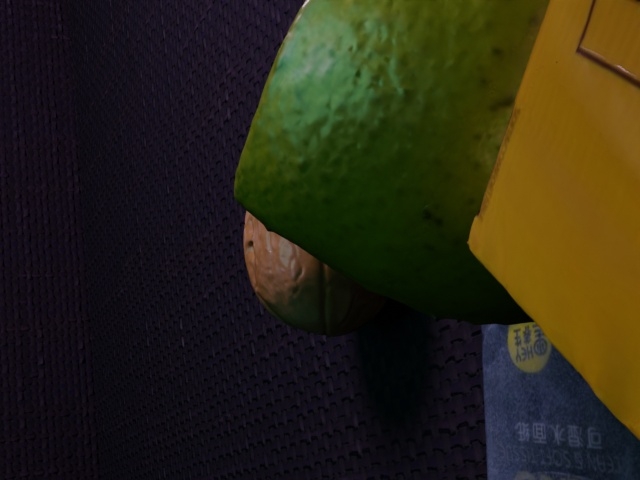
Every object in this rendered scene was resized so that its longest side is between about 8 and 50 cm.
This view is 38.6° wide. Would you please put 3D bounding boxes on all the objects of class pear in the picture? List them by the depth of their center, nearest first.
[{"bbox_3d":[0.142,-0.140,0.535,0.239,0.342,0.318,30,123,15],"label":"pear"}]

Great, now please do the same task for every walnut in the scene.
[{"bbox_3d":[0.000,0.000,0.943,0.165,0.165,0.197,3,89,63],"label":"walnut"}]

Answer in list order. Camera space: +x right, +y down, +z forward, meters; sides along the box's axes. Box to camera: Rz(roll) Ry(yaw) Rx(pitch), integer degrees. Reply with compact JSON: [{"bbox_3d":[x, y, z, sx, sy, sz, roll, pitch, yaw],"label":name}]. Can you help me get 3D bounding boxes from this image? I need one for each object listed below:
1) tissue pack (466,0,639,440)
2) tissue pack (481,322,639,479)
[{"bbox_3d":[0.259,-0.110,0.299,0.228,0.293,0.381,-124,43,-55],"label":"tissue pack"},{"bbox_3d":[0.198,0.158,0.635,0.185,0.081,0.257,-15,75,62],"label":"tissue pack"}]
